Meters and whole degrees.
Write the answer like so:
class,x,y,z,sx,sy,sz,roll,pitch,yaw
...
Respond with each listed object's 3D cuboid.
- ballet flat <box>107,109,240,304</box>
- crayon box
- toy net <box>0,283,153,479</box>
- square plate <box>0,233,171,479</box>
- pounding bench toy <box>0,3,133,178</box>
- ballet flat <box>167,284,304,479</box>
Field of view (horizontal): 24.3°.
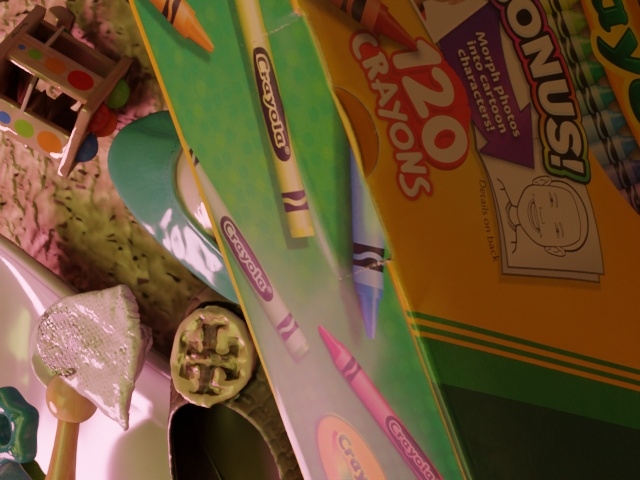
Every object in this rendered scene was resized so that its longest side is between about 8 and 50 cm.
class,x,y,z,sx,sy,sz,roll,pitch,yaw
ballet flat,0.000,0.000,0.630,0.247,0.083,0.087,41,155,23
crayon box,0.041,-0.041,0.515,0.081,0.165,0.278,-22,87,48
toy net,-0.147,0.087,0.784,0.232,0.045,0.122,-50,61,34
square plate,-0.107,0.210,0.826,0.347,0.049,0.344,30,116,37
pounding bench toy,-0.130,-0.084,0.774,0.065,0.083,0.052,29,134,-1
ballet flat,-0.041,0.142,0.680,0.084,0.058,0.249,4,98,40
